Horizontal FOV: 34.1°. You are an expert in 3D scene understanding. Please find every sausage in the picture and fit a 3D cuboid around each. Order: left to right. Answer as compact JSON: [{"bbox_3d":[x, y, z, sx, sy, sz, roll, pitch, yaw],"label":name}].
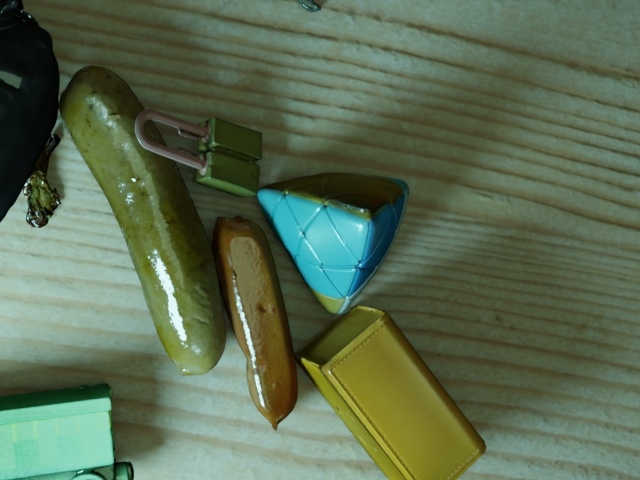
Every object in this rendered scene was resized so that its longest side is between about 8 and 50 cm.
[{"bbox_3d":[-0.253,-0.031,1.589,0.136,0.123,0.501,-23,98,3],"label":"sausage"},{"bbox_3d":[-0.096,0.126,1.644,0.093,0.097,0.349,-15,96,-5],"label":"sausage"}]

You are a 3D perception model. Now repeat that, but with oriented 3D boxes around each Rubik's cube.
[{"bbox_3d":[0.000,0.000,1.646,0.254,0.254,0.255,0,92,-13],"label":"Rubik's cube"}]

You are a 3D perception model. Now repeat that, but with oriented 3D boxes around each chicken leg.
[{"bbox_3d":[-0.426,-0.091,1.593,0.062,0.037,0.145,0,93,-35],"label":"chicken leg"}]

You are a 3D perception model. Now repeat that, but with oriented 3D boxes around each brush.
[{"bbox_3d":[-0.189,-0.141,1.575,0.233,0.047,0.103,16,71,-44],"label":"brush"}]

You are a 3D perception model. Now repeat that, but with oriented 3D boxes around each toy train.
[{"bbox_3d":[-0.434,0.325,1.561,0.300,0.120,0.203,-5,91,-13],"label":"toy train"}]

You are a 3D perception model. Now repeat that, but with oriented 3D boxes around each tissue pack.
[{"bbox_3d":[0.107,0.252,1.650,0.145,0.194,0.275,-39,100,-14],"label":"tissue pack"}]

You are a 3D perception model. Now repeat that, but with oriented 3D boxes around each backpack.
[{"bbox_3d":[-0.596,-0.218,1.422,0.445,0.255,0.364,22,70,2],"label":"backpack"}]

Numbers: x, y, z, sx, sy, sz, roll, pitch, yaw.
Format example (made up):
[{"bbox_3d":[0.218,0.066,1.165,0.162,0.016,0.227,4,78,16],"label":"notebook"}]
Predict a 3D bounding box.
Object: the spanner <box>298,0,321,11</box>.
[{"bbox_3d":[-0.110,-0.419,1.667,0.254,0.015,0.054,12,89,-13],"label":"spanner"}]
